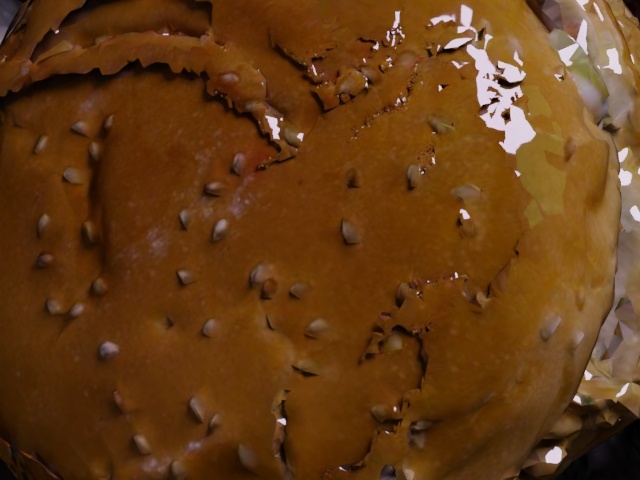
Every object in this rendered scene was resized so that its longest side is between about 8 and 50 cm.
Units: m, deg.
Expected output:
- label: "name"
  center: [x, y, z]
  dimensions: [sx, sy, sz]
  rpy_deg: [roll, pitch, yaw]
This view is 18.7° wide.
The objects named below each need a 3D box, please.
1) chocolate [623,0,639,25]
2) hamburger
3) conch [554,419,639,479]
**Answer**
- label: "chocolate"
  center: [0.197, -0.028, 0.992]
  dimensions: [0.224, 0.206, 0.177]
  rpy_deg: [42, 41, -29]
- label: "hamburger"
  center: [0.010, 0.003, 0.661]
  dimensions: [0.245, 0.260, 0.211]
  rpy_deg: [18, 2, 27]
- label: "conch"
  center: [0.174, 0.130, 0.832]
  dimensions: [0.240, 0.186, 0.313]
  rpy_deg: [67, 11, 5]
